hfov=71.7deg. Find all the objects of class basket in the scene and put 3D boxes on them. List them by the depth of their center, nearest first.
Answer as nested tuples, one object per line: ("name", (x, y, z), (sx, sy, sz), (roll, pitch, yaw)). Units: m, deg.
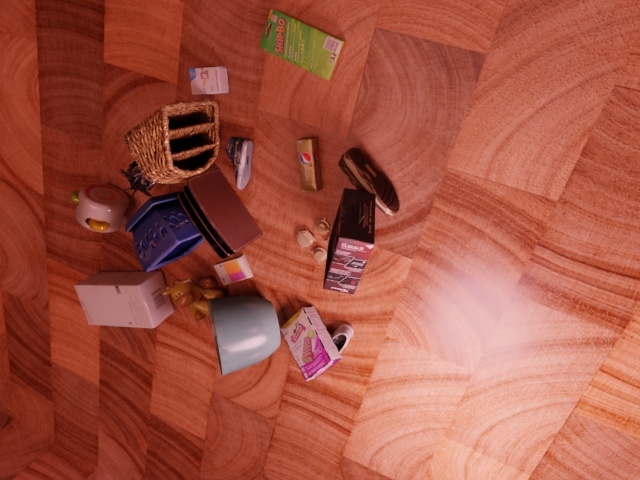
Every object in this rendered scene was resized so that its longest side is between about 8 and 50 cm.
("basket", (-0.458, -0.329, 1.504), (0.223, 0.299, 0.213), (-24, 98, 27))

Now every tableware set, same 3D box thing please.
("tableware set", (0.000, 0.000, 1.609), (0.169, 0.020, 0.141), (-34, 95, 27))

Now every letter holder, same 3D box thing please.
("letter holder", (-0.392, -0.081, 1.621), (0.152, 0.214, 0.301), (-30, 97, 28))

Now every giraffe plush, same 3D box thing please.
("giraffe plush", (-0.527, 0.212, 1.784), (0.210, 0.170, 0.181), (34, 90, 23))

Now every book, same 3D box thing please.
("book", (-0.352, 0.122, 1.788), (0.144, 0.035, 0.096), (-17, 106, 26))

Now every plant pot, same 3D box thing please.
("plant pot", (-0.287, 0.343, 1.701), (0.236, 0.293, 0.292), (-10, 110, -17))
("plant pot", (-0.587, -0.049, 1.707), (0.236, 0.236, 0.212), (-35, 89, 29))

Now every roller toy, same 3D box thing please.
("roller toy", (-0.891, -0.126, 1.813), (0.209, 0.191, 0.146), (36, 119, 18))

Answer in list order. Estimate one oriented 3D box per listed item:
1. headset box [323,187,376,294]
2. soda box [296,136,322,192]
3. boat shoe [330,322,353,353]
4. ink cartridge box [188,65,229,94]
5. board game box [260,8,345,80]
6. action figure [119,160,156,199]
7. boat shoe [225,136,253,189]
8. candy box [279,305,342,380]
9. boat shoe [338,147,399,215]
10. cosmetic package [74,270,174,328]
("headset box", (0.093, -0.004, 1.395), (0.110, 0.217, 0.293), (11, 138, -3))
("soda box", (-0.037, -0.256, 1.502), (0.058, 0.061, 0.181), (1, 110, 21))
("boat shoe", (0.043, 0.412, 1.712), (0.079, 0.081, 0.227), (38, 118, 4))
("ink cartridge box", (-0.385, -0.553, 1.532), (0.123, 0.052, 0.088), (4, 110, 19))
("board game box", (-0.060, -0.615, 1.391), (0.260, 0.039, 0.124), (28, 116, 7))
("action figure", (-0.642, -0.274, 1.694), (0.164, 0.141, 0.275), (44, 103, -1))
("boat shoe", (-0.298, -0.281, 1.599), (0.083, 0.065, 0.183), (18, 109, 17))
("candy box", (-0.041, 0.390, 1.688), (0.159, 0.071, 0.233), (-46, 60, 28))
("boat shoe", (0.156, -0.182, 1.451), (0.257, 0.095, 0.095), (53, 142, -5))
("cosmetic package", (-0.875, 0.259, 1.975), (0.386, 0.156, 0.217), (-5, 110, 22))
